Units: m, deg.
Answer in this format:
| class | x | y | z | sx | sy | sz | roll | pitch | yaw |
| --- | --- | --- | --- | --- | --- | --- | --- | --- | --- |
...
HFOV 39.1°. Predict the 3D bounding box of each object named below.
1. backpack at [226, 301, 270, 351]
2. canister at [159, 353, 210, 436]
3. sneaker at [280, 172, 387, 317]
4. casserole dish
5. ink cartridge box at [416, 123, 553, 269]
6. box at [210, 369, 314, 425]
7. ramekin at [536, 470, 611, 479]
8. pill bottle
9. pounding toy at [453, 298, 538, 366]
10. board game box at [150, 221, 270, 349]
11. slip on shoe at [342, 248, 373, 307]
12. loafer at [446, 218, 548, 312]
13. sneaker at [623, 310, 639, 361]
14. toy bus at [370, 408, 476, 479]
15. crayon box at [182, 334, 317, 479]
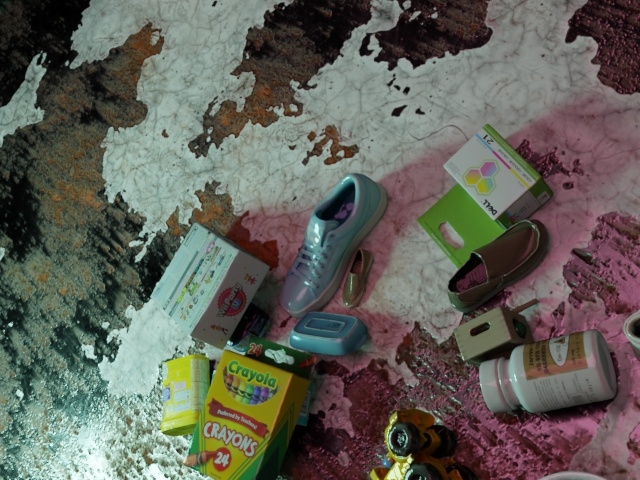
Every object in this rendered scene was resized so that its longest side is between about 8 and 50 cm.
| class | x | y | z | sx | sy | sz | roll | pitch | yaw |
| --- | --- | --- | --- | --- | --- | --- | --- | --- | --- |
| backpack | -0.180 | 0.201 | 2.106 | 0.105 | 0.084 | 0.114 | 30 | 84 | 40 |
| canister | -0.317 | 0.366 | 2.134 | 0.126 | 0.073 | 0.170 | -18 | 61 | 25 |
| sneaker | 0.000 | 0.000 | 2.036 | 0.135 | 0.150 | 0.366 | 30 | 88 | 37 |
| casserole dish | 0.013 | 0.199 | 1.980 | 0.188 | 0.037 | 0.114 | 6 | 36 | 32 |
| ink cartridge box | 0.328 | -0.086 | 1.901 | 0.255 | 0.097 | 0.189 | -43 | 55 | 9 |
| box | -0.138 | 0.354 | 2.036 | 0.244 | 0.060 | 0.101 | -1 | 71 | 31 |
| ramekin | 0.457 | 0.546 | 1.548 | 0.277 | 0.135 | 0.277 | -12 | 65 | 27 |
| pill bottle | 0.423 | 0.252 | 1.687 | 0.229 | 0.131 | 0.131 | -17 | 63 | 25 |
| pounding toy | 0.356 | 0.175 | 1.772 | 0.141 | 0.130 | 0.100 | -31 | 58 | 28 |
| board game box | -0.267 | 0.099 | 2.129 | 0.224 | 0.097 | 0.303 | -60 | 29 | -1 |
| slip on shoe | 0.078 | 0.083 | 2.021 | 0.051 | 0.041 | 0.135 | 18 | 81 | 35 |
| loafer | 0.357 | 0.049 | 1.835 | 0.251 | 0.087 | 0.094 | -45 | 55 | 9 |
| sneaker | 0.671 | 0.181 | 1.541 | 0.292 | 0.169 | 0.108 | 1 | 70 | 30 |
| toy bus | 0.173 | 0.471 | 1.763 | 0.211 | 0.149 | 0.220 | -46 | 51 | 28 |
| crayon box | -0.153 | 0.369 | 1.951 | 0.202 | 0.081 | 0.319 | 13 | 79 | 34 |
